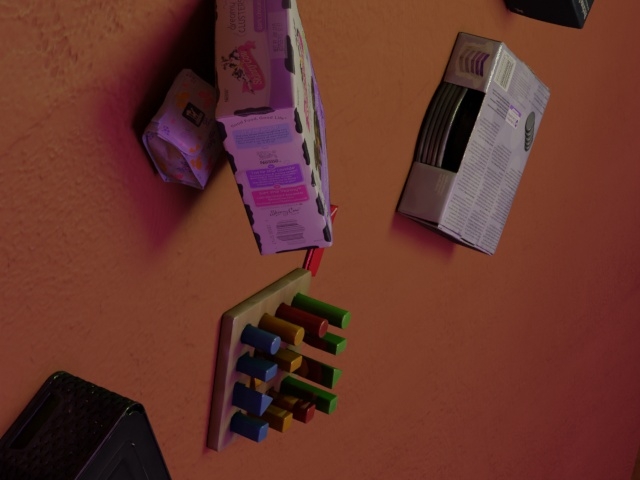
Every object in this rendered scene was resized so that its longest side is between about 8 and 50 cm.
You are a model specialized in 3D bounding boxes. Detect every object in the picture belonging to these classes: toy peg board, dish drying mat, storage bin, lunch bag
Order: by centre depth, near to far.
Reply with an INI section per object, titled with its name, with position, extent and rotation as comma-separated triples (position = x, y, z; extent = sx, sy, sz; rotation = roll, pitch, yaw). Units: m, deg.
[lunch bag]
position = -0.115, -0.096, 1.264
extent = 0.071, 0.053, 0.083
rotation = -65, 152, -27
[storage bin]
position = -0.202, 0.215, 1.269
extent = 0.122, 0.084, 0.180
rotation = -55, 151, -32
[toy peg board]
position = -0.037, 0.135, 1.567
extent = 0.160, 0.079, 0.161
rotation = -31, 134, -56
[dish drying mat]
position = 0.000, 0.000, 1.632
extent = 0.032, 0.008, 0.083
rotation = 7, 101, -67

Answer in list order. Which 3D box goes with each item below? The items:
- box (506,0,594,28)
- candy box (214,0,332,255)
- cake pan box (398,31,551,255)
[box]
position = 0.311, -0.400, 1.877
extent = 0.207, 0.108, 0.153
rotation = -67, 156, -9
[candy box]
position = -0.041, -0.111, 1.302
extent = 0.196, 0.070, 0.165
rotation = 74, 10, -53
[cake pan box]
position = 0.204, -0.119, 1.909
extent = 0.267, 0.070, 0.246
rotation = 20, 88, -66
